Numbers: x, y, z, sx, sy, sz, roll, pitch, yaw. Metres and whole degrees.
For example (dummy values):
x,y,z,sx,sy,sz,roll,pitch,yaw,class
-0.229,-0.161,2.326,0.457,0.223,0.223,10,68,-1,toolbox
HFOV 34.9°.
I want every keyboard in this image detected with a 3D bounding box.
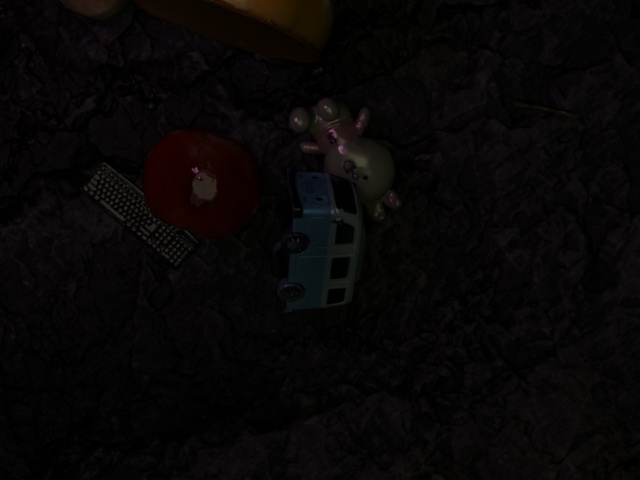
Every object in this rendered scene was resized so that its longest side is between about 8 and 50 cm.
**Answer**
x,y,z,sx,sy,sz,roll,pitch,yaw,class
-0.351,-0.049,2.001,0.250,0.017,0.087,42,101,-10,keyboard

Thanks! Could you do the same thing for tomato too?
x,y,z,sx,sy,sz,roll,pitch,yaw,class
-0.225,-0.107,1.924,0.233,0.139,0.200,16,97,-4,tomato

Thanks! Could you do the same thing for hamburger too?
x,y,z,sx,sy,sz,roll,pitch,yaw,class
-0.117,-0.482,1.705,0.396,0.396,0.277,18,91,-5,hamburger

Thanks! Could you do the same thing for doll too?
x,y,z,sx,sy,sz,roll,pitch,yaw,class
0.057,-0.166,1.933,0.155,0.113,0.275,-33,110,18,doll

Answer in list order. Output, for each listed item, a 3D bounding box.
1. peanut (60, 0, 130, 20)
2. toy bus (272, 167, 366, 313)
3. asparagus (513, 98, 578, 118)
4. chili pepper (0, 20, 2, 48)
x,y,z,sx,sy,sz,roll,pitch,yaw,class
-0.463,-0.529,1.806,0.313,0.152,0.152,44,100,-9,peanut
0.000,0.000,1.914,0.165,0.133,0.271,-1,133,-8,toy bus
0.434,-0.253,1.957,0.127,0.018,0.015,11,139,-3,asparagus
-0.707,-0.259,1.896,0.110,0.110,0.387,40,99,-10,chili pepper
